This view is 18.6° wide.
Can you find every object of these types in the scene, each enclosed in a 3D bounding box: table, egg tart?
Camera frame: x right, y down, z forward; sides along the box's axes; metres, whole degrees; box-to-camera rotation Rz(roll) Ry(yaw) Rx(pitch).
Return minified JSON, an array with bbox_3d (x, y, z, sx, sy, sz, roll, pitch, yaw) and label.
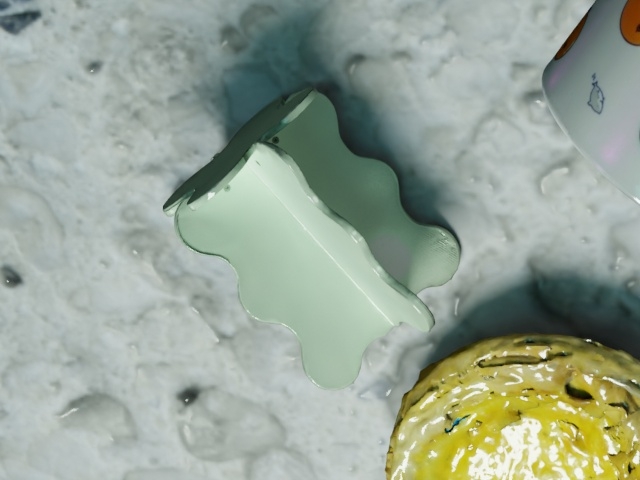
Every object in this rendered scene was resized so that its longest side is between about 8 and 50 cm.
[{"bbox_3d":[0.000,0.000,1.527,0.166,0.166,0.198,-36,103,29],"label":"table"},{"bbox_3d":[0.186,0.196,1.556,0.291,0.107,0.291,7,108,21],"label":"egg tart"}]

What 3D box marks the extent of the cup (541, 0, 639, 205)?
[{"bbox_3d":[0.319,-0.173,1.290,0.212,0.212,0.317,36,118,5],"label":"cup"}]
